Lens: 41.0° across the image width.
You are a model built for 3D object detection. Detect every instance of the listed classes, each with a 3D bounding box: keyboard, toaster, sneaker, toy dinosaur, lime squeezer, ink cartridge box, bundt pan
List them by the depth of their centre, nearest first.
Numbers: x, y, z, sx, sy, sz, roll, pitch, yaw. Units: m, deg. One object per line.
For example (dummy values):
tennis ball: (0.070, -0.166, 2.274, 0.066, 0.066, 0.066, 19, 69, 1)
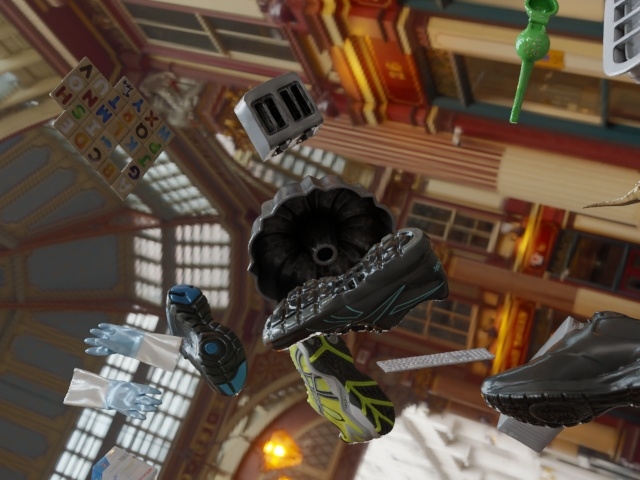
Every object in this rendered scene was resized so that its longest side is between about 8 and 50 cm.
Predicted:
sneaker: (0.347, 0.160, 1.100, 0.109, 0.286, 0.130, 60, -158, -52)
sneaker: (0.046, 0.090, 1.136, 0.106, 0.267, 0.101, 54, -163, -23)
lime squeezer: (0.366, -0.355, 1.428, 0.110, 0.059, 0.310, 11, -89, -65)
toy dinosaur: (0.620, -0.090, 1.639, 0.064, 0.112, 0.211, -54, 4, -32)
bundt pan: (0.000, 0.000, 1.830, 0.124, 0.331, 0.331, -110, 17, -58)
keyboard: (0.257, 0.265, 1.896, 0.072, 0.256, 0.014, -163, 67, -77)
ink cartridge box: (-0.447, 0.538, 1.958, 0.088, 0.122, 0.052, -42, -29, -57)
sneaker: (0.004, 0.315, 1.982, 0.147, 0.385, 0.145, -38, -5, 34)
toaster: (-0.104, -0.313, 2.106, 0.168, 0.186, 0.110, -29, -1, -20)
sneaker: (-0.289, 0.268, 2.167, 0.125, 0.341, 0.140, -12, -39, -30)

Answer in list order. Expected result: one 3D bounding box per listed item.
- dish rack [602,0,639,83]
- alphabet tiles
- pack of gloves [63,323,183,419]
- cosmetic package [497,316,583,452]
dish rack: (0.518, -0.349, 1.096, 0.333, 0.072, 0.285, -39, 20, 41)
alphabet tiles: (-0.405, -0.228, 1.652, 0.237, 0.009, 0.198, 51, -131, -28)
pack of gloves: (-0.437, 0.280, 1.867, 0.046, 0.232, 0.195, 64, -143, -63)
cosmetic package: (0.429, 0.267, 1.570, 0.127, 0.107, 0.238, -58, -2, -45)
